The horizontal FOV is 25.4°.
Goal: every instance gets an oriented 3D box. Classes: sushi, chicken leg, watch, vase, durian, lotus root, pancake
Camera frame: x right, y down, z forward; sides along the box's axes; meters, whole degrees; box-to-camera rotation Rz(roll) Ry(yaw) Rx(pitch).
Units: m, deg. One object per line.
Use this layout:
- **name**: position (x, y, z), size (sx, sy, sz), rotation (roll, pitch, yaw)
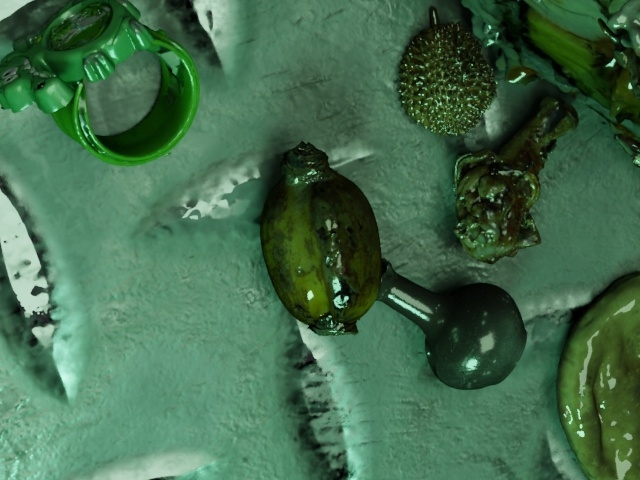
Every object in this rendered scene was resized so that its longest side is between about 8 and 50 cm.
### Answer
- **sushi**: position (0.305, -0.196, 1.366), size (0.417, 0.417, 0.176), rotation (41, 87, -23)
- **chicken leg**: position (0.204, -0.070, 1.531), size (0.125, 0.080, 0.196), rotation (19, 86, -34)
- **watch**: position (-0.207, -0.140, 1.337), size (0.165, 0.131, 0.152), rotation (-44, 131, -13)
- **vase**: position (0.127, 0.080, 1.511), size (0.182, 0.120, 0.120), rotation (31, 88, -9)
- **durian**: position (0.139, -0.176, 1.482), size (0.110, 0.071, 0.140), rotation (-16, 101, -18)
- **lotus root**: position (0.000, 0.000, 1.436), size (0.120, 0.120, 0.210), rotation (-16, 106, -18)
- **pancake**: position (0.399, 0.174, 1.666), size (0.294, 0.049, 0.295), rotation (-4, 102, -22)

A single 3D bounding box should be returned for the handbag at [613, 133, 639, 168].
- **handbag**: position (0.466, -0.131, 1.593), size (0.235, 0.127, 0.213), rotation (-43, 112, 4)
